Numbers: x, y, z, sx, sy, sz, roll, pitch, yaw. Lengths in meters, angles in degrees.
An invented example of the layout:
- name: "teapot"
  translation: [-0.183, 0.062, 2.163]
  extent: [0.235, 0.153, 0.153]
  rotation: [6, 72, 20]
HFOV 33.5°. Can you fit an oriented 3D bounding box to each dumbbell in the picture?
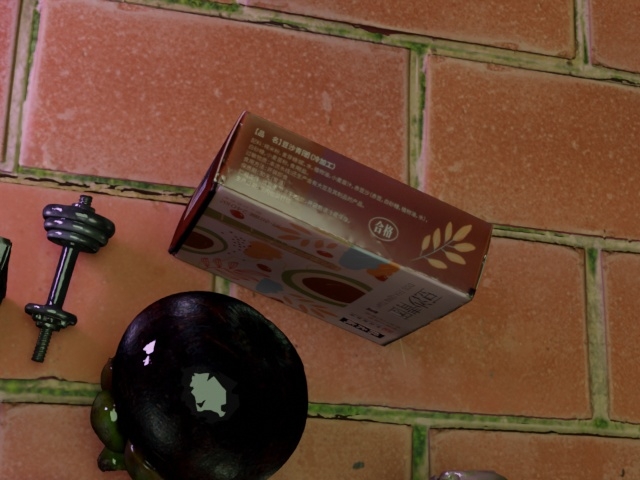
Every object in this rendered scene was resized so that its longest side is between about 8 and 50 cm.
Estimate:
- name: "dumbbell"
  translation: [-0.378, 0.054, 1.559]
  extent: [0.110, 0.110, 0.255]
  rotation: [16, 77, -13]

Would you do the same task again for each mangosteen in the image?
- name: "mangosteen"
  translation: [-0.165, 0.228, 1.491]
  extent: [0.300, 0.300, 0.301]
  rotation: [5, 73, -16]

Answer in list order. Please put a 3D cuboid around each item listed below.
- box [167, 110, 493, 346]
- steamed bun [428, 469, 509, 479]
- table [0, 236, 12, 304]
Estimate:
- name: "box"
  translation: [0.000, 0.000, 1.556]
  extent: [0.385, 0.344, 0.122]
  rotation: [24, 68, -10]
- name: "steamed bun"
  translation: [0.209, 0.493, 1.551]
  extent: [0.346, 0.237, 0.394]
  rotation: [-32, 111, -45]
- name: "table"
  translation: [-0.547, 0.128, 1.352]
  extent: [0.222, 0.335, 0.272]
  rotation: [20, 71, -11]
